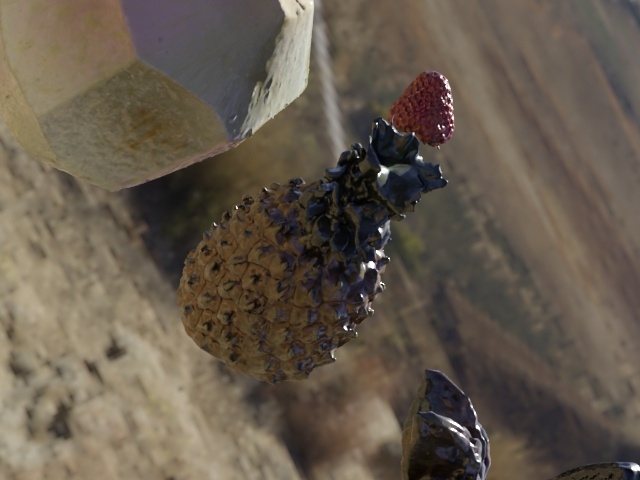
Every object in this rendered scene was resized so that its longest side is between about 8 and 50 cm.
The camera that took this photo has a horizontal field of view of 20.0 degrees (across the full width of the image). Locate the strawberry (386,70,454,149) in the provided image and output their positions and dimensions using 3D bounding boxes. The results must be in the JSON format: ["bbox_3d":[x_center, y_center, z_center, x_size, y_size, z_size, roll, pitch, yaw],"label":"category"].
[{"bbox_3d":[0.113,-0.140,1.943,0.073,0.083,0.073,20,3,-1],"label":"strawberry"}]

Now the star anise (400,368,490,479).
[{"bbox_3d":[0.159,0.323,2.234,0.331,0.117,0.332,1,90,-83],"label":"star anise"}]

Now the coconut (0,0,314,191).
[{"bbox_3d":[-0.110,-0.151,1.265,0.197,0.236,0.237,68,17,-3],"label":"coconut"}]

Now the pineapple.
[{"bbox_3d":[0.000,0.000,1.855,0.202,0.362,0.202,18,50,-22],"label":"pineapple"}]

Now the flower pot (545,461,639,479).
[{"bbox_3d":[0.322,0.353,1.432,0.251,0.379,0.379,-6,69,-44],"label":"flower pot"}]
